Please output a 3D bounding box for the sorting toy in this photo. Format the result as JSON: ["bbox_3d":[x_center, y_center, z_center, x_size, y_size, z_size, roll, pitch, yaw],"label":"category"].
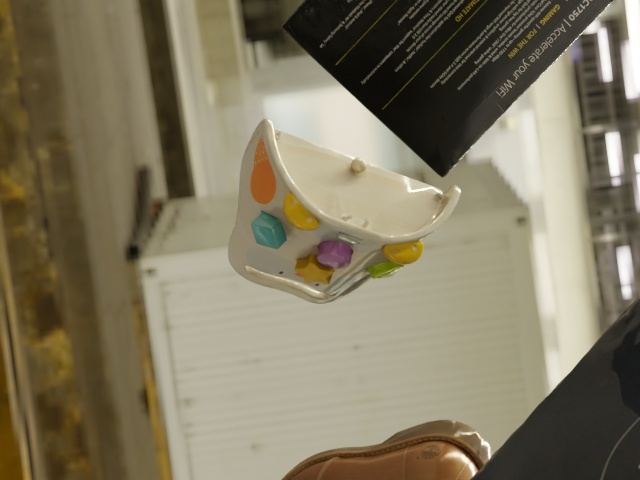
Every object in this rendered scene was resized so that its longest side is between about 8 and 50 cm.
[{"bbox_3d":[0.000,0.000,0.629,0.075,0.083,0.044,131,-27,-51],"label":"sorting toy"}]

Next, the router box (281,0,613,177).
[{"bbox_3d":[0.085,-0.146,0.952,0.133,0.179,0.046,44,9,-4],"label":"router box"}]

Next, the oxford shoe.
[{"bbox_3d":[0.018,0.186,1.088,0.076,0.212,0.076,50,40,-10],"label":"oxford shoe"}]

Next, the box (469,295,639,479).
[{"bbox_3d":[0.352,0.146,0.730,0.297,0.480,0.472,46,-6,-17],"label":"box"}]
